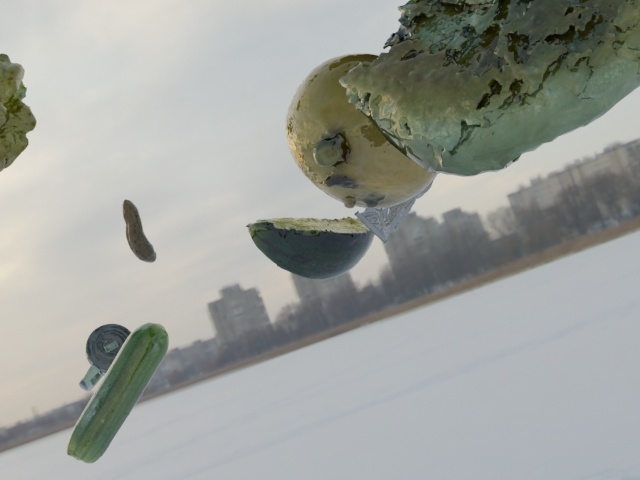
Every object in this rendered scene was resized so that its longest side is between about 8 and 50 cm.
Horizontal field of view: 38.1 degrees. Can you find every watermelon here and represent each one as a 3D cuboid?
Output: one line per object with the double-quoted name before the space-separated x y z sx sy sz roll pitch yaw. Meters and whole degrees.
"watermelon" 0.000 0.000 1.869 0.301 0.129 0.123 1 -53 -32

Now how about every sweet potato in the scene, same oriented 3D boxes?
"sweet potato" -0.445 -0.015 2.243 0.054 0.182 0.053 -19 27 -6

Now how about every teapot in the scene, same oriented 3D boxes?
"teapot" -0.469 0.269 2.064 0.111 0.149 0.108 9 -27 -8

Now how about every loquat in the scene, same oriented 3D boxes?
"loquat" 0.044 -0.110 0.965 0.149 0.172 0.204 -52 -5 34

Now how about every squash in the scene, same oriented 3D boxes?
"squash" -0.292 0.218 1.352 0.228 0.066 0.066 -61 12 -23

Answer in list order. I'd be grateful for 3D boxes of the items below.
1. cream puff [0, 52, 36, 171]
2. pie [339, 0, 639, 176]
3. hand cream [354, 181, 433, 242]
"cream puff" -0.573 -0.199 1.542 0.195 0.194 0.221 -15 6 -38
"pie" 0.172 -0.219 0.759 0.297 0.371 0.078 1 -26 33
"hand cream" 0.177 -0.117 1.806 0.257 0.084 0.050 -50 10 -1
